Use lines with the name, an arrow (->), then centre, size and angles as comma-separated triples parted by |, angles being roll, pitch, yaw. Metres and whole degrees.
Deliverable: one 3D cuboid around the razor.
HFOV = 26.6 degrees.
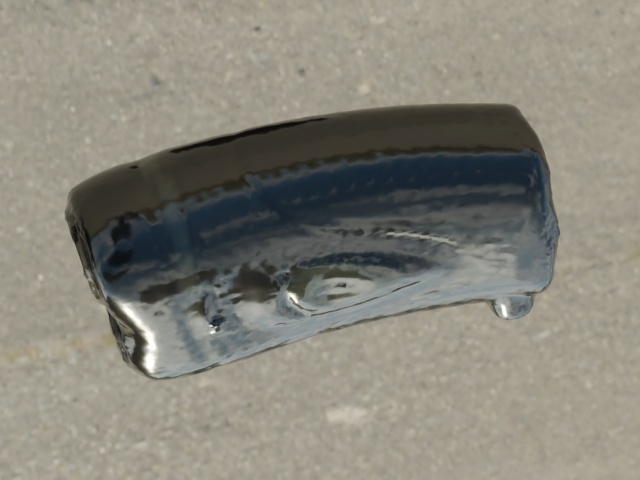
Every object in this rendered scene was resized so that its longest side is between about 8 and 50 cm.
razor -> -0.001, -0.001, 0.987 | 0.349, 0.113, 0.204 | -11, 140, -2
